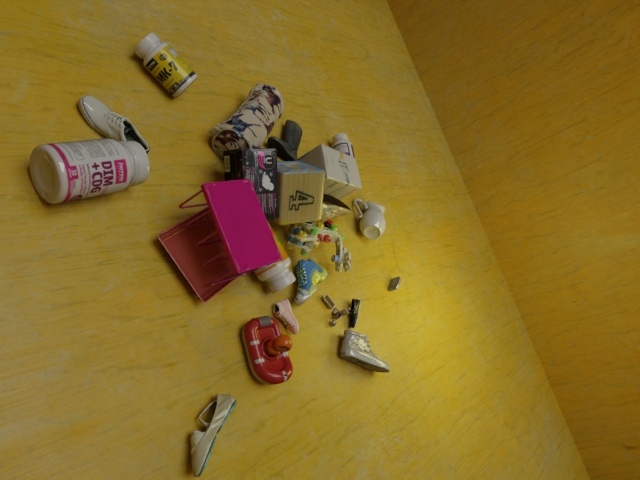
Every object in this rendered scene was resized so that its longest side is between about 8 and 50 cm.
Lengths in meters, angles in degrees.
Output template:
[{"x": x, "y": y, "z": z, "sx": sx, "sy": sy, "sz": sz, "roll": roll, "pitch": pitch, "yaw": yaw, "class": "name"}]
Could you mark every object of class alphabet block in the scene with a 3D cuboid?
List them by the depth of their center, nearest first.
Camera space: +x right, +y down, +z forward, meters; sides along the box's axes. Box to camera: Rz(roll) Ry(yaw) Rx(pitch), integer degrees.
[{"x": -0.115, "y": -0.184, "z": 1.908, "sx": 0.194, "sy": 0.192, "sz": 0.197, "roll": -8, "pitch": 114, "yaw": -34, "class": "alphabet block"}]

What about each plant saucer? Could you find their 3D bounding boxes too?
[{"x": -0.387, "y": 0.046, "z": 1.674, "sx": 0.259, "sy": 0.048, "sz": 0.258, "roll": 58, "pitch": 38, "yaw": -7, "class": "plant saucer"}]

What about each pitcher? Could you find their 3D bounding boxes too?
[{"x": 0.228, "y": -0.110, "z": 2.418, "sx": 0.178, "sy": 0.125, "sz": 0.207, "roll": 25, "pitch": 37, "yaw": -11, "class": "pitcher"}]

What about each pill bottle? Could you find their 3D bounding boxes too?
[{"x": -0.645, "y": -0.205, "z": 1.437, "sx": 0.283, "sy": 0.160, "sz": 0.160, "roll": -24, "pitch": 87, "yaw": -52, "class": "pill bottle"}, {"x": -0.192, "y": 0.060, "z": 1.812, "sx": 0.136, "sy": 0.136, "sz": 0.245, "roll": -35, "pitch": 96, "yaw": -52, "class": "pill bottle"}, {"x": -0.557, "y": -0.631, "z": 1.820, "sx": 0.208, "sy": 0.119, "sz": 0.119, "roll": 46, "pitch": 41, "yaw": -20, "class": "pill bottle"}, {"x": 0.110, "y": -0.418, "z": 2.457, "sx": 0.108, "sy": 0.108, "sz": 0.193, "roll": 13, "pitch": 60, "yaw": -44, "class": "pill bottle"}]

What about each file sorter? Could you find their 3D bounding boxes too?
[{"x": -0.299, "y": -0.023, "z": 1.629, "sx": 0.202, "sy": 0.182, "sz": 0.290, "roll": -16, "pitch": 82, "yaw": -52, "class": "file sorter"}]

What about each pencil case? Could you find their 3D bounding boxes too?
[{"x": -0.280, "y": -0.472, "z": 2.008, "sx": 0.183, "sy": 0.160, "sz": 0.410, "roll": 58, "pitch": 36, "yaw": -30, "class": "pencil case"}]

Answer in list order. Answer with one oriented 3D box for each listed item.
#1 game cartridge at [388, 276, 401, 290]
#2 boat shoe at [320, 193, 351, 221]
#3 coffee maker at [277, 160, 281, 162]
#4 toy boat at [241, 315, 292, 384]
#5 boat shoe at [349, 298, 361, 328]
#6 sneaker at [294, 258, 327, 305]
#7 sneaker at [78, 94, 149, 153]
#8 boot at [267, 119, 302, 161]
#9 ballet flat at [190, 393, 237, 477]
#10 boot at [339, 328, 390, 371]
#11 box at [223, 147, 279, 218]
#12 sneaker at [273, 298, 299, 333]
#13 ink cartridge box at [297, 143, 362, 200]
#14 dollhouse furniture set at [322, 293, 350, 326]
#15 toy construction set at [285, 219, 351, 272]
[{"x": 0.355, "y": 0.205, "z": 2.411, "sx": 0.017, "sy": 0.056, "sz": 0.083, "roll": 54, "pitch": 38, "yaw": -23, "class": "game cartridge"}, {"x": 0.006, "y": -0.136, "z": 2.190, "sx": 0.302, "sy": 0.098, "sz": 0.109, "roll": 3, "pitch": 32, "yaw": -47, "class": "boat shoe"}, {"x": -0.168, "y": -0.236, "z": 2.050, "sx": 0.178, "sy": 0.120, "sz": 0.171, "roll": 19, "pitch": 95, "yaw": -41, "class": "coffee maker"}, {"x": -0.153, "y": 0.355, "z": 1.671, "sx": 0.151, "sy": 0.151, "sz": 0.231, "roll": -3, "pitch": 71, "yaw": -49, "class": "toy boat"}, {"x": 0.139, "y": 0.306, "z": 2.121, "sx": 0.042, "sy": 0.049, "sz": 0.133, "roll": 18, "pitch": 58, "yaw": -8, "class": "boat shoe"}, {"x": -0.067, "y": 0.152, "z": 1.954, "sx": 0.126, "sy": 0.091, "sz": 0.240, "roll": 45, "pitch": 33, "yaw": -2, "class": "sneaker"}, {"x": -0.638, "y": -0.362, "z": 1.592, "sx": 0.258, "sy": 0.091, "sz": 0.094, "roll": 47, "pitch": 41, "yaw": -20, "class": "sneaker"}, {"x": -0.150, "y": -0.454, "z": 2.213, "sx": 0.190, "sy": 0.076, "sz": 0.208, "roll": 43, "pitch": 47, "yaw": -44, "class": "boot"}, {"x": -0.323, "y": 0.543, "z": 1.441, "sx": 0.086, "sy": 0.086, "sz": 0.248, "roll": 47, "pitch": 39, "yaw": -19, "class": "ballet flat"}, {"x": 0.190, "y": 0.445, "z": 2.048, "sx": 0.258, "sy": 0.095, "sz": 0.123, "roll": 31, "pitch": 55, "yaw": -32, "class": "boot"}, {"x": -0.245, "y": -0.200, "z": 1.799, "sx": 0.142, "sy": 0.163, "sz": 0.247, "roll": -7, "pitch": 99, "yaw": -34, "class": "box"}, {"x": -0.130, "y": 0.280, "z": 1.825, "sx": 0.070, "sy": 0.051, "sz": 0.134, "roll": -6, "pitch": 70, "yaw": -48, "class": "sneaker"}, {"x": 0.037, "y": -0.292, "z": 2.250, "sx": 0.233, "sy": 0.171, "sz": 0.168, "roll": 12, "pitch": 60, "yaw": -45, "class": "ink cartridge box"}, {"x": 0.059, "y": 0.268, "z": 2.017, "sx": 0.114, "sy": 0.081, "sz": 0.091, "roll": 53, "pitch": 39, "yaw": -12, "class": "dollhouse furniture set"}, {"x": 0.000, "y": 0.000, "z": 2.026, "sx": 0.328, "sy": 0.151, "sz": 0.215, "roll": 27, "pitch": 15, "yaw": -35, "class": "toy construction set"}]
